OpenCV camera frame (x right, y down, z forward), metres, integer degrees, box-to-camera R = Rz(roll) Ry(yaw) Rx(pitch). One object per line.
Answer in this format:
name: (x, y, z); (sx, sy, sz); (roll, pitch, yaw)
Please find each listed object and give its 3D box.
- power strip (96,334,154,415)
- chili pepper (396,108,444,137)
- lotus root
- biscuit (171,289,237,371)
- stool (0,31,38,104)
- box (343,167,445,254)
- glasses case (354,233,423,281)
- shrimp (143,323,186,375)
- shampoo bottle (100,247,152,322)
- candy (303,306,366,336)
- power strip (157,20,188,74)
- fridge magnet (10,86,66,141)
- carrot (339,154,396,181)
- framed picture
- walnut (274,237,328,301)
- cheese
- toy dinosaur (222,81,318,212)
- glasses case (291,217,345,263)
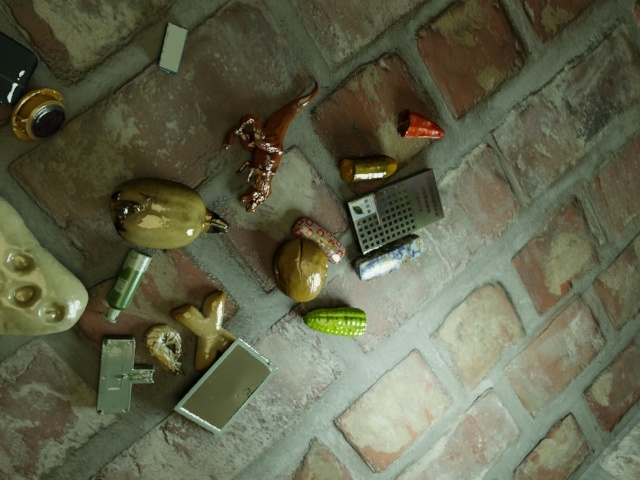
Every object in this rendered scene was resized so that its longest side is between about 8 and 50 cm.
power strip: (-0.536, 0.372, 1.493); (0.145, 0.061, 0.216); (4, 99, -23)
chili pepper: (0.331, -0.358, 1.725); (0.168, 0.065, 0.088); (7, 98, -28)
lotus root: (-0.391, -0.066, 1.414); (0.309, 0.182, 0.183); (6, 98, -27)
biscuit: (-0.322, 0.265, 1.572); (0.164, 0.047, 0.208); (-24, 109, -19)
stool: (-0.742, -0.397, 1.165); (0.232, 0.232, 0.141); (29, 88, -25)
box: (0.244, -0.097, 1.743); (0.324, 0.047, 0.181); (-23, 108, -18)
glasses case: (0.225, 0.056, 1.751); (0.247, 0.065, 0.087); (-23, 119, -19)
shrimp: (-0.434, 0.317, 1.545); (0.099, 0.041, 0.180); (-39, 112, -28)
shampoo bottle: (-0.527, 0.124, 1.452); (0.065, 0.065, 0.205); (25, 90, -25)
candy: (0.045, 0.254, 1.703); (0.209, 0.096, 0.097); (7, 97, -19)
power strip: (-0.386, -0.498, 1.406); (0.056, 0.032, 0.123); (13, 95, -24)
fridge magnet: (-0.661, -0.294, 1.276); (0.063, 0.143, 0.143); (36, 84, 12)
carrot: (0.149, -0.221, 1.661); (0.173, 0.082, 0.082); (-11, 104, -24)
framed picture: (-0.277, 0.438, 1.613); (0.273, 0.016, 0.216); (-47, 129, -9)
walnut: (-0.050, 0.102, 1.612); (0.167, 0.087, 0.212); (-10, 114, -10)
cheese: (-0.729, 0.070, 1.315); (0.328, 0.129, 0.351); (13, 96, -22)
toy dinosaur: (-0.155, -0.292, 1.511); (0.208, 0.097, 0.433); (23, 94, -39)
glasses case: (0.000, 0.000, 1.656); (0.194, 0.049, 0.073); (37, 84, -24)
